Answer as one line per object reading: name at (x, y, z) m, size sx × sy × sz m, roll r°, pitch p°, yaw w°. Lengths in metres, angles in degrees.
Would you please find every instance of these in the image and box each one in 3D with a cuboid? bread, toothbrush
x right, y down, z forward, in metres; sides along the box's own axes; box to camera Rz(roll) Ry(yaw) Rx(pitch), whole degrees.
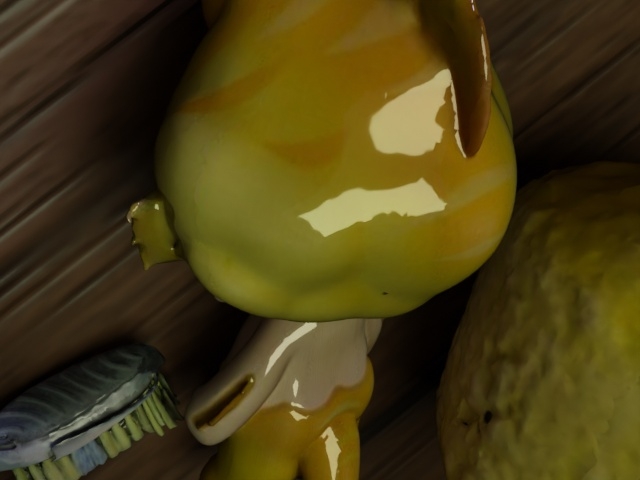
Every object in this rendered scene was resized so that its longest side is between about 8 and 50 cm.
bread at (0.147, 0.056, 0.595) m, size 0.197 × 0.197 × 0.170 m, roll 11°, pitch 113°, yaw -32°
toothbrush at (-0.231, 0.154, 0.537) m, size 0.413 × 0.035 × 0.042 m, roll -31°, pitch 127°, yaw -11°

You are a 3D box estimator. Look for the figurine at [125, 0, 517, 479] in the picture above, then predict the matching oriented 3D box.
figurine at (0.000, 0.000, 0.539) m, size 0.156 × 0.131 × 0.246 m, roll -30°, pitch 141°, yaw -37°
